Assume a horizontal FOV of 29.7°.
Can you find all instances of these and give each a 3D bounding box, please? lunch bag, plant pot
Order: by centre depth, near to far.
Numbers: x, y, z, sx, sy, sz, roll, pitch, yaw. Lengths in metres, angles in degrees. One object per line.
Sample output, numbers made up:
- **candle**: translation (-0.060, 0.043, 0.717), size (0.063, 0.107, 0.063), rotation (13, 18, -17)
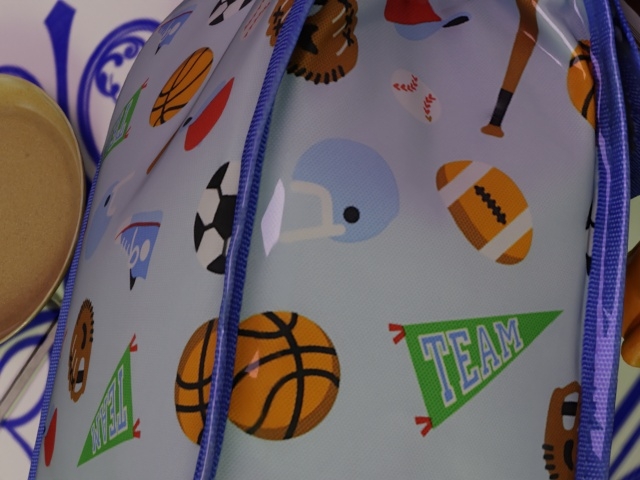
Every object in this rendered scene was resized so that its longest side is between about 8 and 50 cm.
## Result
- **lunch bag**: translation (0.000, 0.000, 0.645), size (0.328, 0.239, 0.385), rotation (-13, 68, 64)
- **plant pot**: translation (-0.278, -0.018, 0.970), size (0.236, 0.032, 0.236), rotation (-7, 74, 25)

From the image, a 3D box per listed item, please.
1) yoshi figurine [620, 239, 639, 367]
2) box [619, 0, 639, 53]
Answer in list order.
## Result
- **yoshi figurine**: translation (0.267, 0.154, 0.559), size (0.203, 0.203, 0.362), rotation (-18, 72, 15)
- **box**: translation (0.228, -0.151, 0.638), size (0.203, 0.168, 0.167), rotation (-31, 62, -7)
